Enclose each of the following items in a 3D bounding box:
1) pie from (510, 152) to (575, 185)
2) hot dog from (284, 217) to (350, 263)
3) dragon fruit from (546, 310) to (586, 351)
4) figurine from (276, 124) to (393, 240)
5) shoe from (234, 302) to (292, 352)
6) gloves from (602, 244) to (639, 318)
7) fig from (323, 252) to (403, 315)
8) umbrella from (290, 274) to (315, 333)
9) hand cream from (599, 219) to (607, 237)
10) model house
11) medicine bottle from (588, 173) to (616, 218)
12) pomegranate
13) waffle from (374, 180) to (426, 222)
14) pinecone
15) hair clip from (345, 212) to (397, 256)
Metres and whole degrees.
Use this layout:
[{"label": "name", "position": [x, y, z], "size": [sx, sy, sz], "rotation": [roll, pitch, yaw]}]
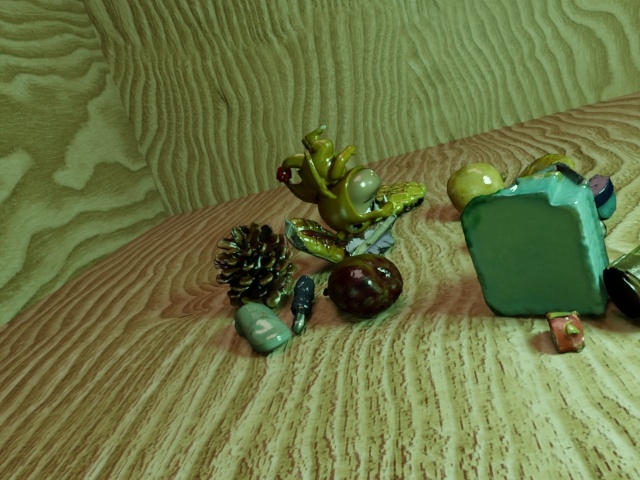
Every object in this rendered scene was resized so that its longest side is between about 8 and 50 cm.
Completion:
[{"label": "pie", "position": [0.617, -0.146, 1.454], "size": [0.273, 0.069, 0.273], "rotation": [-49, 8, 10]}, {"label": "hot dog", "position": [0.000, 0.000, 1.549], "size": [0.270, 0.082, 0.162], "rotation": [20, 21, -43]}, {"label": "dragon fruit", "position": [0.434, 0.153, 0.877], "size": [0.056, 0.060, 0.083], "rotation": [-14, 14, 23]}, {"label": "figurine", "position": [0.037, -0.190, 1.747], "size": [0.268, 0.387, 0.401], "rotation": [-37, 8, -22]}, {"label": "shoe", "position": [-0.159, 0.201, 1.250], "size": [0.103, 0.100, 0.251], "rotation": [-24, 15, -25]}, {"label": "gloves", "position": [0.674, 0.036, 0.871], "size": [0.331, 0.141, 0.154], "rotation": [-19, 15, -5]}, {"label": "fig", "position": [0.078, 0.115, 1.258], "size": [0.170, 0.146, 0.274], "rotation": [-27, 5, -35]}, {"label": "umbrella", "position": [-0.043, 0.169, 1.318], "size": [0.071, 0.071, 0.248], "rotation": [-16, 20, 5]}, {"label": "hand cream", "position": [0.594, -0.003, 1.220], "size": [0.235, 0.086, 0.055], "rotation": [-15, -28, -3]}, {"label": "model house", "position": [0.456, -0.020, 1.018], "size": [0.230, 0.281, 0.249], "rotation": [-7, 23, 38]}, {"label": "medicine bottle", "position": [0.709, -0.121, 1.397], "size": [0.079, 0.124, 0.258], "rotation": [-51, 21, -8]}, {"label": "pomegranate", "position": [0.523, -0.170, 1.632], "size": [0.196, 0.196, 0.196], "rotation": [-16, 16, 5]}, {"label": "waffle", "position": [0.229, -0.155, 2.065], "size": [0.379, 0.095, 0.382], "rotation": [-28, 17, -28]}, {"label": "pinecone", "position": [-0.190, 0.065, 1.443], "size": [0.264, 0.264, 0.264], "rotation": [-16, 16, 5]}, {"label": "hair clip", "position": [0.169, 0.001, 1.567], "size": [0.106, 0.084, 0.292], "rotation": [36, 42, 14]}]
